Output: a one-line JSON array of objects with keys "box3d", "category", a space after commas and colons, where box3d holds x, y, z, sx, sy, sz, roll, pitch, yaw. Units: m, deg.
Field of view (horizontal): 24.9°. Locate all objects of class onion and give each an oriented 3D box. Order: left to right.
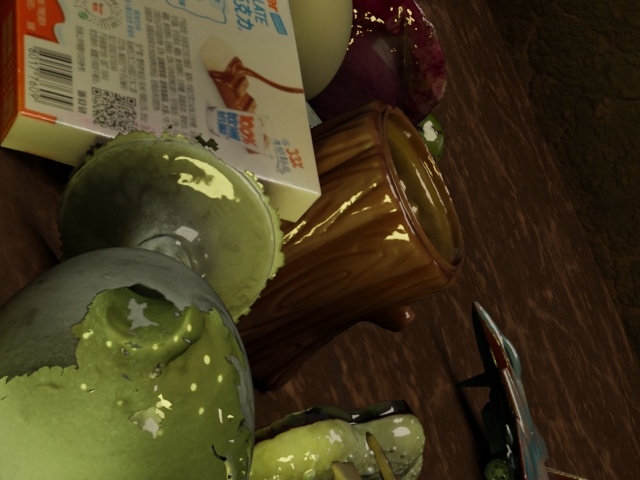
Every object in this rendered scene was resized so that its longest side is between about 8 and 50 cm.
[{"box3d": [0.012, -0.200, 1.633, 0.111, 0.247, 0.250, -45, 107, -36], "category": "onion"}]

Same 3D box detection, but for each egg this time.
[{"box3d": [-0.061, -0.253, 1.484, 0.186, 0.186, 0.241, -80, 152, -58], "category": "egg"}]

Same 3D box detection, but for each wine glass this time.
[{"box3d": [-0.125, 0.075, 0.933, 0.190, 0.190, 0.357, 60, 15, -22], "category": "wine glass"}]

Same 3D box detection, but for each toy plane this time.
[{"box3d": [0.252, 0.239, 1.931, 0.326, 0.104, 0.223, 63, 17, -1], "category": "toy plane"}]

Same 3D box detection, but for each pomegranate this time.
[{"box3d": [0.099, -0.138, 1.951, 0.142, 0.114, 0.114, 31, 31, -16], "category": "pomegranate"}]

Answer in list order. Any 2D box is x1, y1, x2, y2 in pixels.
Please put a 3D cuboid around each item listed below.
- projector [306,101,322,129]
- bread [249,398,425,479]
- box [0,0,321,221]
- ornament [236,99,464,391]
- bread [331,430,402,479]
[{"box3d": [-0.015, -0.068, 1.594, 0.115, 0.061, 0.147, 52, 23, -42], "category": "projector"}, {"box3d": [-0.014, 0.184, 1.080, 0.286, 0.207, 0.056, 21, 43, -61], "category": "bread"}, {"box3d": [-0.135, -0.160, 1.195, 0.265, 0.048, 0.273, 15, 47, -28], "category": "box"}, {"box3d": [0.000, 0.000, 1.303, 0.221, 0.218, 0.235, 67, 18, 3], "category": "ornament"}, {"box3d": [0.039, 0.307, 1.021, 0.183, 0.236, 0.388, 23, -22, 45], "category": "bread"}]
